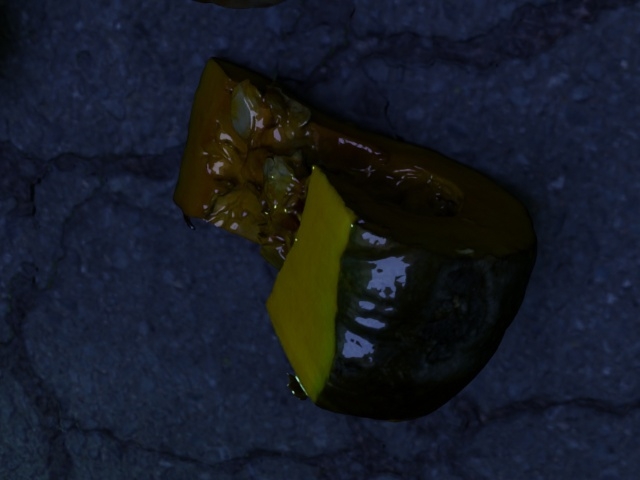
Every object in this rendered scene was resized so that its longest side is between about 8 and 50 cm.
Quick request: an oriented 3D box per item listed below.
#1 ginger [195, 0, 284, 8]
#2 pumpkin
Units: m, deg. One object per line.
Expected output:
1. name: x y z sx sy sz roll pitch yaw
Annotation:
1. ginger: -0.054 -0.335 0.826 0.256 0.176 0.375 -13 107 40
2. pumpkin: 0.000 0.001 0.931 0.280 0.190 0.139 23 118 10
